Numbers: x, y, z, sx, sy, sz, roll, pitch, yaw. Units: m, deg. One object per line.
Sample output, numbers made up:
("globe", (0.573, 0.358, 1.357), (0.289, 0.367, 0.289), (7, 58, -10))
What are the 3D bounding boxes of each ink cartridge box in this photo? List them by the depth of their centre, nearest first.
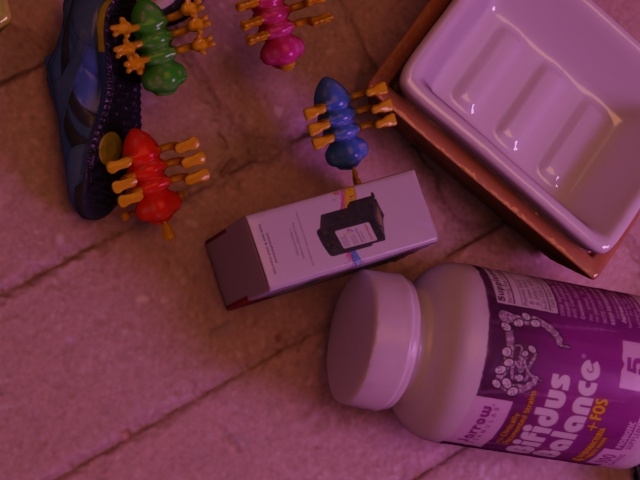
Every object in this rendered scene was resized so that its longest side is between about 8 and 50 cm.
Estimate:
("ink cartridge box", (0.000, 0.000, 1.738), (0.175, 0.127, 0.072), (-16, 85, -23))

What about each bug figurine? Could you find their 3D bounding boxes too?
("bug figurine", (-0.079, -0.128, 1.723), (0.279, 0.072, 0.216), (-16, 100, -20))

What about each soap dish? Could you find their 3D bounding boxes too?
("soap dish", (0.206, -0.133, 1.844), (0.291, 0.118, 0.229), (39, 69, -9))

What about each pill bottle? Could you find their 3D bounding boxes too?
("pill bottle", (0.166, 0.112, 1.755), (0.301, 0.169, 0.169), (10, 77, -18))

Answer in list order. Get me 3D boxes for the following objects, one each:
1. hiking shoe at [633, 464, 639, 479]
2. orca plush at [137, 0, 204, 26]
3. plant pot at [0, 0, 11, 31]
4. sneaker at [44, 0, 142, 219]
("hiking shoe", (0.389, 0.303, 1.821), (0.113, 0.132, 0.304), (-19, 87, -22))
("orca plush", (-0.106, -0.321, 1.802), (0.151, 0.102, 0.287), (-7, 66, 23))
("plant pot", (-0.418, -0.218, 1.582), (0.227, 0.207, 0.228), (-25, 89, -23))
("sneaker", (-0.212, -0.125, 1.726), (0.069, 0.082, 0.209), (0, 96, -56))
